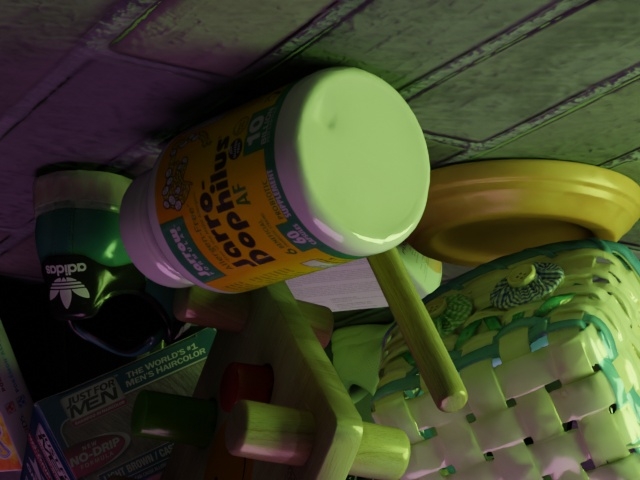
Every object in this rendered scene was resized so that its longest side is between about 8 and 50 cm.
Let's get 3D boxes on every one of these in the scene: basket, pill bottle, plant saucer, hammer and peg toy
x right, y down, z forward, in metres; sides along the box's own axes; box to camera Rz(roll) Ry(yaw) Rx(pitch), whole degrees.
[{"bbox_3d":[0.178,0.104,1.163,0.254,0.201,0.289,-23,-179,22],"label":"basket"},{"bbox_3d":[-0.039,-0.030,0.972,0.117,0.118,0.208,14,160,-38],"label":"pill bottle"},{"bbox_3d":[0.148,-0.015,1.161,0.200,0.037,0.200,2,164,0],"label":"plant saucer"},{"bbox_3d":[-0.038,0.128,1.065,0.127,0.361,0.266,14,-159,-23],"label":"hammer and peg toy"}]

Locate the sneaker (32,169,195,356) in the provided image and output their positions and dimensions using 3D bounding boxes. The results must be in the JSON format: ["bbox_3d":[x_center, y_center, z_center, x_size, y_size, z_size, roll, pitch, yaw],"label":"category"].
[{"bbox_3d":[-0.148,0.042,1.220,0.108,0.121,0.302,-5,164,19],"label":"sneaker"}]

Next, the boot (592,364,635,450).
[{"bbox_3d":[0.322,0.158,1.497,0.219,0.082,0.106,38,-167,4],"label":"boot"}]

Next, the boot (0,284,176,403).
[{"bbox_3d":[-0.202,0.145,1.565,0.284,0.138,0.377,7,154,-40],"label":"boot"}]

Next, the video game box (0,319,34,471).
[{"bbox_3d":[-0.368,0.136,1.455,0.205,0.187,0.048,-11,-165,40],"label":"video game box"}]

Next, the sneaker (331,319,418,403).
[{"bbox_3d":[0.090,0.127,1.553,0.080,0.094,0.212,14,159,-33],"label":"sneaker"}]

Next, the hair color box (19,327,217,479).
[{"bbox_3d":[-0.177,0.217,1.389,0.174,0.105,0.347,-24,162,-23],"label":"hair color box"}]

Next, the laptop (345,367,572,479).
[{"bbox_3d":[0.036,0.244,1.582,0.382,0.408,0.236,-8,140,31],"label":"laptop"}]

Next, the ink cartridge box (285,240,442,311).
[{"bbox_3d":[0.000,0.000,1.251,0.145,0.045,0.179,-7,144,28],"label":"ink cartridge box"}]
